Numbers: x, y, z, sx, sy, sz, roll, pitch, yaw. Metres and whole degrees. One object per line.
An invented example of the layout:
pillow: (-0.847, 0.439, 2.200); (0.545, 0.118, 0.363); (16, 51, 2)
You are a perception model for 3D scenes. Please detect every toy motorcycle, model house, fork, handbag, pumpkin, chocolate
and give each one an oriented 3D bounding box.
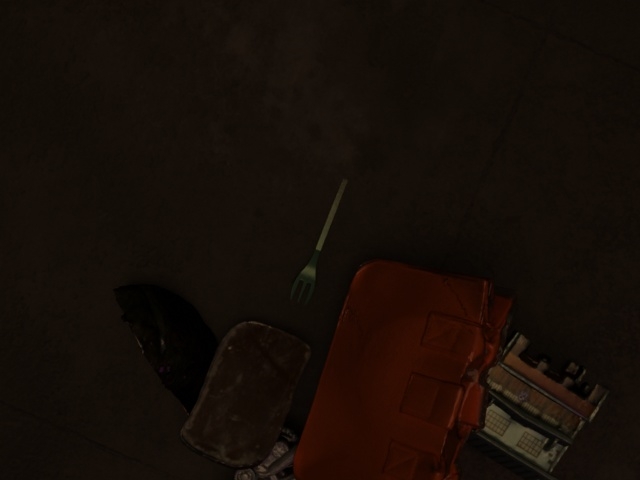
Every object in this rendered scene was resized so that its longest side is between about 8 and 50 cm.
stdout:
toy motorcycle: (-0.089, 0.455, 1.690); (0.171, 0.110, 0.260); (35, 97, -3)
model house: (0.335, 0.272, 1.627); (0.224, 0.198, 0.215); (32, 97, -2)
fork: (0.000, 0.000, 1.706); (0.039, 0.021, 0.235); (20, 94, -3)
handbag: (0.135, 0.240, 1.564); (0.116, 0.304, 0.409); (26, 80, -42)
pumpkin: (-0.243, 0.184, 1.650); (0.111, 0.163, 0.278); (-26, 95, 0)
chocolate: (-0.127, 0.272, 1.663); (0.157, 0.080, 0.253); (21, 65, 4)
